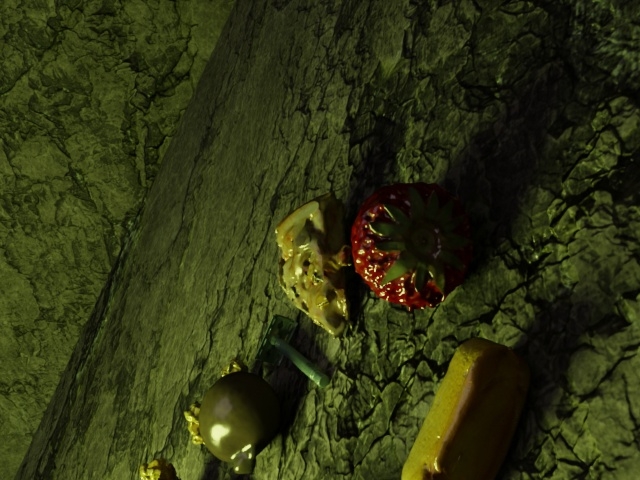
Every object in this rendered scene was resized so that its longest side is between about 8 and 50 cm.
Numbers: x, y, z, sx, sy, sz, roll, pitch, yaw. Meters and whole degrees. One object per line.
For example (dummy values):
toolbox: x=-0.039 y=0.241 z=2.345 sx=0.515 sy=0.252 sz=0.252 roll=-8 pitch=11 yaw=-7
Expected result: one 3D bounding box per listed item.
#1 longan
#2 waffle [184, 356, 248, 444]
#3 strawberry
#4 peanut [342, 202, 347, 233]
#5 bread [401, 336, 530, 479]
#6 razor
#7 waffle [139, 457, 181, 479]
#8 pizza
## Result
longan: x=-0.159 y=0.363 z=1.443 sx=0.185 sy=0.159 sz=0.204 roll=-43 pitch=44 yaw=41
waffle: x=-0.224 y=0.352 z=1.576 sx=0.051 sy=0.194 sz=0.149 roll=14 pitch=122 yaw=30
strawberry: x=0.140 y=0.006 z=1.182 sx=0.244 sy=0.205 sz=0.205 roll=147 pitch=143 yaw=-82
peanut: x=0.000 y=0.000 z=1.518 sx=0.187 sy=0.082 sz=0.082 roll=-58 pitch=28 yaw=18
bread: x=0.190 y=0.247 z=0.948 sx=0.245 sy=0.102 sz=0.094 roll=-66 pitch=24 yaw=0
razor: x=-0.047 y=0.240 z=1.456 sx=0.232 sy=0.068 sz=0.106 roll=29 pitch=97 yaw=57
waffle: x=-0.336 y=0.623 z=1.527 sx=0.260 sy=0.069 sz=0.293 roll=78 pitch=-173 yaw=-53
pizza: x=-0.011 y=0.061 z=1.421 sx=0.189 sy=0.071 sz=0.297 roll=-21 pitch=69 yaw=34
